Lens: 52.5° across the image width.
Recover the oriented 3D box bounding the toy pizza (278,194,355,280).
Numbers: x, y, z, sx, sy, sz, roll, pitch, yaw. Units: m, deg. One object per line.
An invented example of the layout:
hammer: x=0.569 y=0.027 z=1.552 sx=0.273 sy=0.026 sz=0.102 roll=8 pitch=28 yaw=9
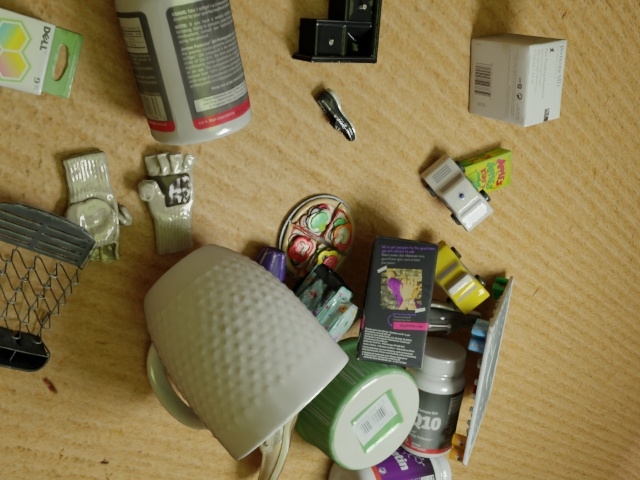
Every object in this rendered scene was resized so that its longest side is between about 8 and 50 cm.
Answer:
toy pizza: x=0.000 y=0.000 z=1.425 sx=0.201 sy=0.032 sz=0.201 roll=-14 pitch=116 yaw=-30

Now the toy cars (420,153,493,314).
toy cars: x=0.327 y=-0.005 z=1.541 sx=0.176 sy=0.087 sz=0.394 roll=-1 pitch=101 yaw=0

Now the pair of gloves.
pair of gloves: x=-0.334 y=-0.059 z=1.161 sx=0.240 sy=0.042 sz=0.204 roll=-7 pitch=113 yaw=-32

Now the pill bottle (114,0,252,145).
pill bottle: x=-0.224 y=-0.329 z=1.040 sx=0.176 sy=0.176 sz=0.318 roll=-24 pitch=121 yaw=-25

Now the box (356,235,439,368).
box: x=0.168 y=0.135 z=1.445 sx=0.143 sy=0.165 sz=0.270 roll=9 pitch=85 yaw=3

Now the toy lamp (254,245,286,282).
toy lamp: x=-0.135 y=0.147 z=1.362 sx=0.080 sy=0.080 sz=0.275 roll=9 pitch=103 yaw=-37

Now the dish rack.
dish rack: x=-0.500 y=0.074 z=1.059 sx=0.208 sy=0.074 sz=0.271 roll=25 pitch=105 yaw=-40

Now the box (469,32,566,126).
box: x=0.447 y=-0.372 z=1.489 sx=0.119 sy=0.182 sz=0.181 roll=-18 pitch=118 yaw=-28

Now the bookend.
bookend: x=0.034 y=-0.424 z=1.249 sx=0.156 sy=0.072 sz=0.157 roll=-8 pitch=113 yaw=-32

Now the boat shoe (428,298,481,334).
boat shoe: x=0.263 y=0.196 z=1.639 sx=0.335 sy=0.112 sz=0.095 roll=12 pitch=93 yaw=-31

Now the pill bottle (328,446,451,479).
pill bottle: x=0.192 y=0.639 z=1.728 sx=0.323 sy=0.181 sz=0.181 roll=3 pitch=107 yaw=-36

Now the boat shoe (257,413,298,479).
boat shoe: x=-0.109 y=0.430 z=1.494 sx=0.098 sy=0.109 sz=0.302 roll=16 pitch=102 yaw=2

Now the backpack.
backpack: x=-0.013 y=0.162 z=1.387 sx=0.188 sy=0.144 sz=0.166 roll=-42 pitch=164 yaw=3

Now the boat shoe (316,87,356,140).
boat shoe: x=0.033 y=-0.251 z=1.336 sx=0.038 sy=0.046 sz=0.125 roll=-41 pitch=124 yaw=-14

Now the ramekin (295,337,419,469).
ramekin: x=0.096 y=0.405 z=1.584 sx=0.303 sy=0.148 sz=0.303 roll=-14 pitch=116 yaw=-30

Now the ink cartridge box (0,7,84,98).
ink cartridge box: x=-0.461 y=-0.284 z=0.966 sx=0.209 sy=0.062 sz=0.109 roll=9 pitch=102 yaw=-38

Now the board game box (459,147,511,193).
board game box: x=0.400 y=-0.164 z=1.631 sx=0.181 sy=0.043 sz=0.092 roll=-20 pitch=119 yaw=-27

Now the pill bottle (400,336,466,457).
pill bottle: x=0.292 y=0.410 z=1.717 sx=0.161 sy=0.161 sz=0.283 roll=-6 pitch=112 yaw=-33

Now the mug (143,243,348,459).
mug: x=-0.188 y=0.211 z=1.216 sx=0.374 sy=0.328 sz=0.276 roll=-44 pitch=175 yaw=28

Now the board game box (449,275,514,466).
board game box: x=0.432 y=0.329 z=1.727 sx=0.390 sy=0.050 sz=0.390 roll=-35 pitch=134 yaw=-61
